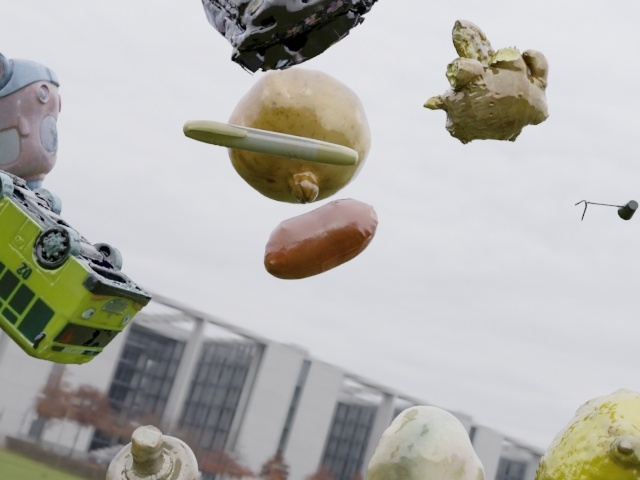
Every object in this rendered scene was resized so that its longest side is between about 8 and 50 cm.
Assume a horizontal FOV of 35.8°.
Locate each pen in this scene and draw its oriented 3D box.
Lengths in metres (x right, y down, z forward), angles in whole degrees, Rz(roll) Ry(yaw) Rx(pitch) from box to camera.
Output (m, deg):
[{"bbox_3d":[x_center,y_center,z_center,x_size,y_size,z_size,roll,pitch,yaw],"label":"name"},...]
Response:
[{"bbox_3d":[-0.066,-0.129,1.294,0.234,0.032,0.040,9,-17,4],"label":"pen"}]

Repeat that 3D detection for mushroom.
[{"bbox_3d":[-0.369,0.522,2.220,0.206,0.206,0.209,21,-40,-16],"label":"mushroom"},{"bbox_3d":[0.184,0.449,1.922,0.254,0.260,0.234,14,-11,-37],"label":"mushroom"}]

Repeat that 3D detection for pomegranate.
[{"bbox_3d":[-0.052,-0.250,2.570,0.410,0.410,0.410,16,-15,4],"label":"pomegranate"}]

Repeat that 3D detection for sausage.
[{"bbox_3d":[0.001,0.002,2.065,0.258,0.133,0.133,-23,-13,-8],"label":"sausage"}]

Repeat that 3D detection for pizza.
[{"bbox_3d":[0.270,-0.321,1.695,0.036,0.099,0.160,-17,-23,32],"label":"pizza"}]

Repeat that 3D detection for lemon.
[{"bbox_3d":[0.403,0.324,1.248,0.268,0.268,0.322,2,-32,44],"label":"lemon"}]

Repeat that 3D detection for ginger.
[{"bbox_3d":[0.272,-0.229,1.608,0.216,0.157,0.102,-8,22,-10],"label":"ginger"}]

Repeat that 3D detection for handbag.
[{"bbox_3d":[-0.043,-0.323,1.306,0.208,0.229,0.126,51,-9,49],"label":"handbag"}]

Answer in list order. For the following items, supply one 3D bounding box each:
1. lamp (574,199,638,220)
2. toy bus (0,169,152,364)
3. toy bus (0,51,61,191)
[{"bbox_3d":[0.552,-0.062,1.896,0.121,0.041,0.054,-1,-22,-10],"label":"lamp"},{"bbox_3d":[-0.344,0.030,1.183,0.262,0.150,0.128,38,3,22],"label":"toy bus"},{"bbox_3d":[-0.547,-0.163,1.581,0.294,0.231,0.197,-16,1,-5],"label":"toy bus"}]
